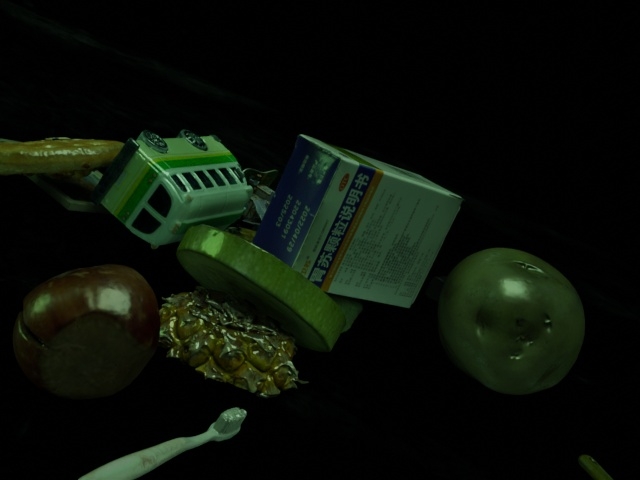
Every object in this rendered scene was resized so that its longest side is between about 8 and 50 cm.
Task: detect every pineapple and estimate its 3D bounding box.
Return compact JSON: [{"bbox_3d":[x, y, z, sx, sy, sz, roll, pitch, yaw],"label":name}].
[{"bbox_3d":[-0.116,0.119,1.439,0.225,0.076,0.225,25,14,-7],"label":"pineapple"}]

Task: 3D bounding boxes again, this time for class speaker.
[{"bbox_3d":[0.293,0.106,2.296,0.082,0.044,0.218,31,14,23],"label":"speaker"}]

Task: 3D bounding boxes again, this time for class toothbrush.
[{"bbox_3d":[-0.151,0.207,1.127,0.025,0.029,0.307,37,17,17],"label":"toothbrush"}]

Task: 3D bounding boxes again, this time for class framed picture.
[{"bbox_3d":[-0.416,-0.104,1.876,0.250,0.016,0.184,35,17,35],"label":"framed picture"}]

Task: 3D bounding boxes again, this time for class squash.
[{"bbox_3d":[-0.087,0.066,1.523,0.252,0.049,0.252,28,-16,9],"label":"squash"}]

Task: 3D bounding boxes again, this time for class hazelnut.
[{"bbox_3d":[-0.239,0.090,1.164,0.143,0.154,0.143,56,4,-6],"label":"hazelnut"}]

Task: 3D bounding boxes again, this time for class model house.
[{"bbox_3d":[-0.103,-0.063,2.086,0.088,0.117,0.167,33,12,17],"label":"model house"}]

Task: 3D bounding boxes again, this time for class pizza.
[{"bbox_3d":[-0.412,-0.124,1.763,0.246,0.058,0.127,-9,18,-44],"label":"pizza"}]

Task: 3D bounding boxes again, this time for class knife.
[{"bbox_3d":[0.460,0.390,1.538,0.061,0.027,0.343,23,13,-28],"label":"knife"}]

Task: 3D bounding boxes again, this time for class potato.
[{"bbox_3d":[0.310,0.128,1.853,0.243,0.221,0.326,18,9,10],"label":"potato"}]

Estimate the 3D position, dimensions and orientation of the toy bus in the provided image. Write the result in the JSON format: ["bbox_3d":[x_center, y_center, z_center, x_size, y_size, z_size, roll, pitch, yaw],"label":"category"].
[{"bbox_3d":[-0.227,-0.082,1.847,0.165,0.133,0.276,44,22,14],"label":"toy bus"}]

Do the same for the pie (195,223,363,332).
[{"bbox_3d":[-0.066,0.055,1.780,0.302,0.067,0.302,26,10,-5],"label":"pie"}]

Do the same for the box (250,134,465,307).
[{"bbox_3d":[0.057,-0.022,1.709,0.299,0.200,0.106,14,15,-46],"label":"box"}]
